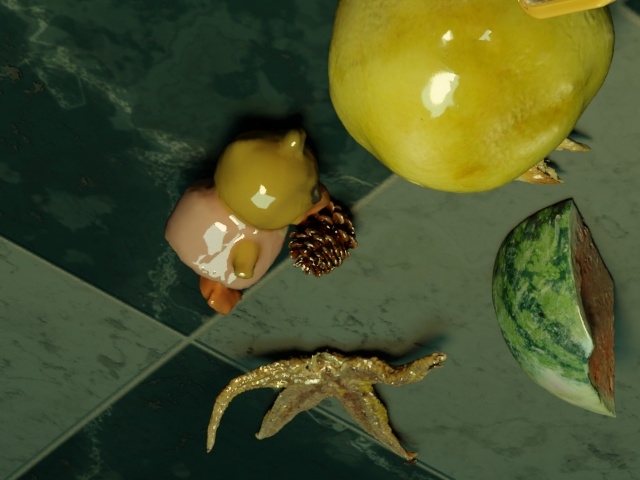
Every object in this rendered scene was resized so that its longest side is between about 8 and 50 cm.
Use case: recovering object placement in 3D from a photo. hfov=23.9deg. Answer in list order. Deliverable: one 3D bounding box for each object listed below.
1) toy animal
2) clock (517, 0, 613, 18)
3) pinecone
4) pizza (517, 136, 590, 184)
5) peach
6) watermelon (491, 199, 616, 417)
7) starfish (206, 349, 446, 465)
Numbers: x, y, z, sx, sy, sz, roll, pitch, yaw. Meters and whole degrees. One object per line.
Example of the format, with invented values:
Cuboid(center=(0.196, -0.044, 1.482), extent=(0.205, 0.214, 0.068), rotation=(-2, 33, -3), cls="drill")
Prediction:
Cuboid(center=(-0.097, -0.051, 2.055), extent=(0.169, 0.195, 0.281), rotation=(26, 124, -31), cls="toy animal")
Cuboid(center=(0.236, -0.328, 1.478), extent=(0.143, 0.096, 0.202), rotation=(-4, 112, 56), cls="clock")
Cuboid(center=(0.004, 0.001, 2.133), extent=(0.102, 0.109, 0.102), rotation=(8, 138, 7), cls="pinecone")
Cuboid(center=(0.220, -0.139, 1.961), extent=(0.262, 0.034, 0.181), rotation=(10, 142, 4), cls="pizza")
Cuboid(center=(0.155, -0.219, 1.692), extent=(0.314, 0.281, 0.315), rotation=(-32, 140, 3), cls="peach")
Cuboid(center=(0.338, 0.109, 2.122), extent=(0.176, 0.260, 0.256), rotation=(4, 160, -11), cls="watermelon")
Cuboid(center=(0.013, 0.269, 2.447), extent=(0.398, 0.132, 0.384), rotation=(-7, 146, 4), cls="starfish")
